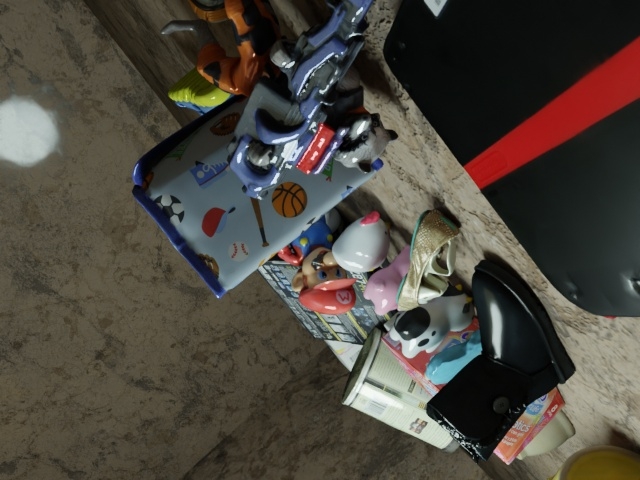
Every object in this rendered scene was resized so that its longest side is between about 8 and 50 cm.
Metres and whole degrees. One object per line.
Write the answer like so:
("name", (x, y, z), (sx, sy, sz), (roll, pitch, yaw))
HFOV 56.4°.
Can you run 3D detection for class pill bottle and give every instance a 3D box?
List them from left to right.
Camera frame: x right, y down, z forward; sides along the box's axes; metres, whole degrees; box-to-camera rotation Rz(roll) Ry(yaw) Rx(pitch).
("pill bottle", (0.015, -0.025, 1.444), (0.094, 0.094, 0.169), (42, 169, 42))

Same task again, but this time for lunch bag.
("lunch bag", (-0.132, -0.113, 1.010), (0.239, 0.328, 0.385), (55, 173, -13))

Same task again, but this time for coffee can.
("coffee can", (0.216, 0.356, 1.431), (0.275, 0.201, 0.201), (25, 170, 1))

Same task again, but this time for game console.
("game console", (0.192, -0.090, 0.415), (0.342, 0.060, 0.386), (55, 171, 3))

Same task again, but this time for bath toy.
("bath toy", (0.159, 0.077, 1.058), (0.348, 0.151, 0.129), (50, 139, 30))

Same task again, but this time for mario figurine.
("mario figurine", (0.000, 0.000, 1.226), (0.170, 0.198, 0.320), (46, -159, -59))

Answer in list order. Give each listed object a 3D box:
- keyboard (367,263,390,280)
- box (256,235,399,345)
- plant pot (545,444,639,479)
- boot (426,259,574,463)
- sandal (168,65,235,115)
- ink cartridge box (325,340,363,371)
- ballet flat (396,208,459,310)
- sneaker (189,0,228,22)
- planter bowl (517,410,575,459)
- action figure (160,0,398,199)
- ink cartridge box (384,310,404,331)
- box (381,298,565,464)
("keyboard", (0.166, 0.090, 1.209), (0.192, 0.038, 0.100), (30, -142, -37))
("box", (0.047, 0.135, 1.493), (0.318, 0.097, 0.395), (4, 145, 33))
("plant pot", (0.447, 0.456, 0.934), (0.254, 0.254, 0.239), (41, 153, 43))
("boot", (0.232, 0.178, 0.847), (0.246, 0.207, 0.094), (53, 171, -22))
("sandal", (-0.268, -0.337, 1.440), (0.138, 0.126, 0.317), (50, 174, -34))
("ink cartridge box", (0.090, 0.243, 1.869), (0.119, 0.207, 0.353), (39, 165, 52))
("ballet flat", (0.164, 0.047, 0.902), (0.067, 0.073, 0.206), (32, 140, 26))
("sneaker", (-0.197, -0.414, 0.892), (0.215, 0.084, 0.083), (42, 156, 24))
("planter bowl", (0.387, 0.349, 1.149), (0.162, 0.109, 0.162), (47, 171, 10))
("action figure", (-0.027, -0.225, 0.709), (0.330, 0.178, 0.341), (48, 138, -2))
("ink cartridge box", (0.241, 0.216, 1.327), (0.180, 0.104, 0.060), (39, 166, 48))
("box", (0.273, 0.240, 1.108), (0.142, 0.154, 0.300), (53, 170, -33))
